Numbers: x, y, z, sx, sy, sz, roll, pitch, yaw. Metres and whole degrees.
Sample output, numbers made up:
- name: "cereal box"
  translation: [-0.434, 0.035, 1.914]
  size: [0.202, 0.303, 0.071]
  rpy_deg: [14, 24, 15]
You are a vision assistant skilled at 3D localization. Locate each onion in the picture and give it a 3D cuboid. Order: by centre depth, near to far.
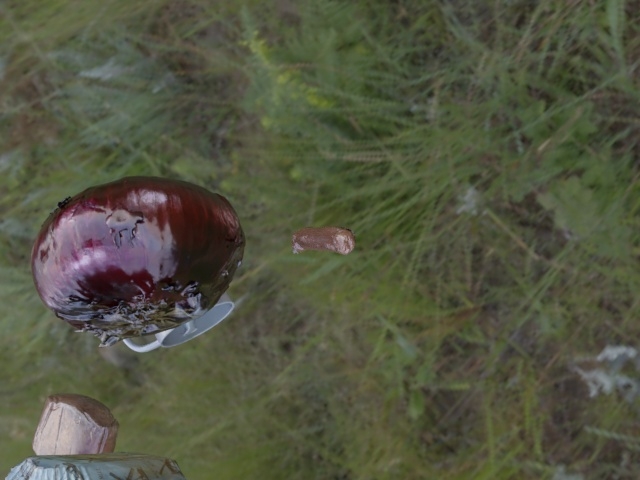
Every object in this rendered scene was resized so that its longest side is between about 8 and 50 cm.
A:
- name: "onion"
  translation: [-0.256, 0.010, 1.650]
  size: [0.314, 0.313, 0.232]
  rpy_deg: [-40, 56, 54]

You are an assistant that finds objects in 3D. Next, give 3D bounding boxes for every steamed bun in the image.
- name: "steamed bun"
  translation: [-0.463, 0.369, 2.237]
  size: [0.175, 0.106, 0.145]
  rpy_deg: [23, 97, 34]

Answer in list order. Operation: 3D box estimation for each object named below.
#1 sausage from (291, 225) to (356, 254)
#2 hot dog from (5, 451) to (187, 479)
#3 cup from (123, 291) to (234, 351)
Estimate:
- name: "sausage"
  translation: [0.000, 0.000, 1.688]
  size: [0.036, 0.042, 0.158]
  rpy_deg: [22, 168, -28]
- name: "hot dog"
  translation: [-0.296, 0.330, 1.572]
  size: [0.162, 0.270, 0.082]
  rpy_deg: [-1, 82, 33]
- name: "cup"
  translation: [-0.243, 0.088, 1.886]
  size: [0.173, 0.134, 0.142]
  rpy_deg: [-43, 73, 36]
